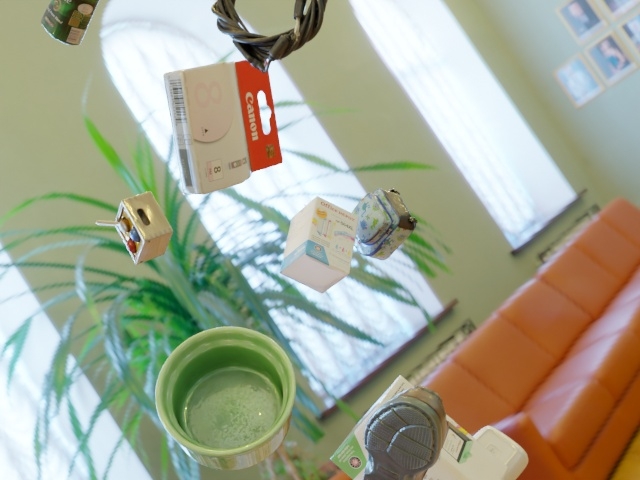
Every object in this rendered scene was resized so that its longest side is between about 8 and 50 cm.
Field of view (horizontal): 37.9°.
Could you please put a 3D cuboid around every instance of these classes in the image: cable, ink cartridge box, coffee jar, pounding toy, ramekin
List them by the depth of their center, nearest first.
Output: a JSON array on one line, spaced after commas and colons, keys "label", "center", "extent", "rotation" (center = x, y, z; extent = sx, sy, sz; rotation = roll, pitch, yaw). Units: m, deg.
[{"label": "cable", "center": [-0.070, -0.317, 1.216], "extent": [0.150, 0.184, 0.047], "rotation": [-47, -35, 19]}, {"label": "ink cartridge box", "center": [-0.133, -0.187, 1.462], "extent": [0.066, 0.189, 0.232], "rotation": [5, 19, 44]}, {"label": "ink cartridge box", "center": [0.000, 0.000, 1.620], "extent": [0.090, 0.092, 0.143], "rotation": [-39, 32, 48]}, {"label": "ink cartridge box", "center": [0.191, 0.436, 1.814], "extent": [0.201, 0.278, 0.117], "rotation": [-55, -9, 36]}, {"label": "coffee jar", "center": [-0.511, -0.511, 1.956], "extent": [0.079, 0.096, 0.184], "rotation": [5, -55, -50]}, {"label": "pounding toy", "center": [-0.410, -0.030, 2.041], "extent": [0.100, 0.141, 0.130], "rotation": [-22, -19, -31]}, {"label": "ramekin", "center": [-0.202, 0.357, 2.055], "extent": [0.303, 0.303, 0.148], "rotation": [-33, -29, -19]}]

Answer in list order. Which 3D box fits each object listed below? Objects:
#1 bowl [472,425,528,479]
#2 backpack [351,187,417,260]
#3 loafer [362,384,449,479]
[{"label": "bowl", "center": [0.402, 0.506, 2.183], "extent": [0.142, 0.142, 0.053], "rotation": [-37, -37, -26]}, {"label": "backpack", "center": [0.102, -0.027, 1.701], "extent": [0.084, 0.105, 0.114], "rotation": [10, -52, -38]}, {"label": "loafer", "center": [0.109, 0.255, 1.180], "extent": [0.084, 0.096, 0.268], "rotation": [-49, -20, -39]}]
